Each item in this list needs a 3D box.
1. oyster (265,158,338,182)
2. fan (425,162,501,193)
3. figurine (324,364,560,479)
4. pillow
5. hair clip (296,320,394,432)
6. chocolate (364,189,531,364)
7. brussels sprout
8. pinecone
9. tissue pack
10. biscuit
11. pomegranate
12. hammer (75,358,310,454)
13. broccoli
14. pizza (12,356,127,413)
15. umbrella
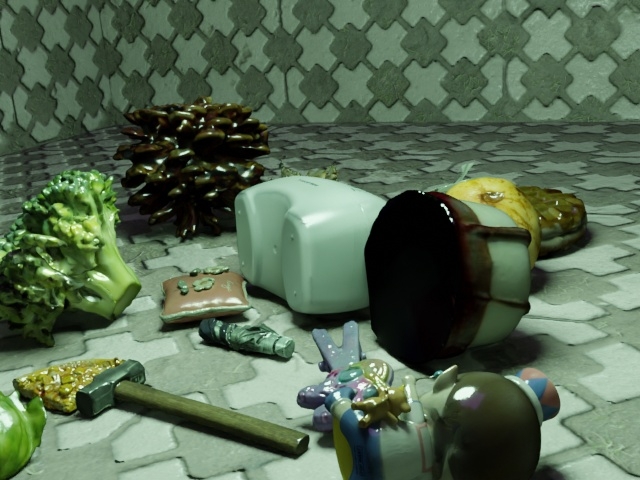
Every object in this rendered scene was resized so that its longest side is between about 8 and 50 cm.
[{"bbox_3d":[-0.057,-0.147,2.182,0.198,0.133,0.337,-10,15,-10],"label":"oyster"},{"bbox_3d":[0.325,-0.129,1.891,0.233,0.012,0.415,-11,15,24],"label":"fan"},{"bbox_3d":[0.144,0.220,0.907,0.276,0.161,0.158,-3,-4,-11],"label":"figurine"},{"bbox_3d":[-0.218,0.099,1.514,0.171,0.075,0.179,-6,18,-7],"label":"pillow"},{"bbox_3d":[0.032,0.197,1.109,0.137,0.090,0.278,-14,17,-1],"label":"hair clip"},{"bbox_3d":[0.215,0.060,1.278,0.186,0.283,0.283,4,11,-29],"label":"chocolate"},{"bbox_3d":[-0.452,0.259,1.035,0.181,0.100,0.139,-6,33,-44],"label":"brussels sprout"},{"bbox_3d":[-0.323,-0.186,2.001,0.398,0.397,0.397,-4,17,1],"label":"pinecone"},{"bbox_3d":[0.000,0.000,1.515,0.236,0.229,0.333,-10,18,-28],"label":"tissue pack"},{"bbox_3d":[0.418,-0.045,1.777,0.332,0.103,0.332,-3,17,1],"label":"biscuit"},{"bbox_3d":[0.310,-0.006,1.521,0.215,0.215,0.215,-4,17,1],"label":"pomegranate"},{"bbox_3d":[-0.177,0.237,1.116,0.365,0.043,0.111,8,20,31],"label":"hammer"},{"bbox_3d":[-0.479,0.020,1.472,0.272,0.324,0.334,29,74,26],"label":"broccoli"},{"bbox_3d":[-0.385,0.219,1.225,0.178,0.041,0.131,-4,19,1],"label":"pizza"},{"bbox_3d":[-0.127,0.160,1.336,0.188,0.050,0.046,8,43,35],"label":"umbrella"}]
